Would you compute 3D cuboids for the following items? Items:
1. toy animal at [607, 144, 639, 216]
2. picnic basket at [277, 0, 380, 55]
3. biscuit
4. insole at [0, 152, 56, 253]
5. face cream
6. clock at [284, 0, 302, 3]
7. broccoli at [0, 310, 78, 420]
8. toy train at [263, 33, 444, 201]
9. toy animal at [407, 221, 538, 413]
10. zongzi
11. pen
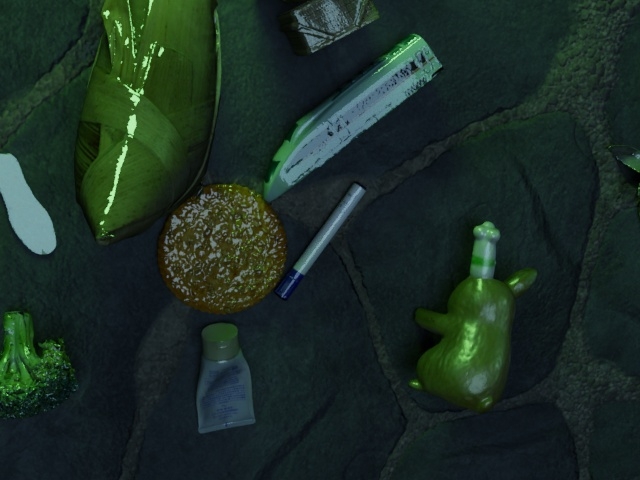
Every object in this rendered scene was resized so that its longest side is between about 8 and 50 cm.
[{"bbox_3d":[0.707,-0.124,1.728,0.155,0.095,0.219,-24,109,-4],"label":"toy animal"},{"bbox_3d":[0.014,-0.396,1.468,0.164,0.115,0.079,-29,106,-7],"label":"picnic basket"},{"bbox_3d":[-0.182,0.020,1.555,0.254,0.035,0.254,-3,104,-14],"label":"biscuit"},{"bbox_3d":[-0.526,-0.063,1.460,0.065,0.004,0.197,-25,108,-8],"label":"insole"},{"bbox_3d":[-0.189,0.272,1.607,0.114,0.070,0.224,-8,117,-13],"label":"face cream"},{"bbox_3d":[-0.040,-0.479,1.388,0.096,0.202,0.143,20,96,-19],"label":"clock"},{"bbox_3d":[-0.524,0.217,1.457,0.220,0.194,0.194,-15,111,29],"label":"broccoli"},{"bbox_3d":[0.036,-0.226,1.529,0.407,0.086,0.088,-39,110,-3],"label":"toy train"},{"bbox_3d":[0.309,0.160,1.662,0.181,0.180,0.363,21,74,-25],"label":"toy animal"},{"bbox_3d":[-0.247,-0.261,1.246,0.218,0.467,0.500,7,100,-11],"label":"zongzi"},{"bbox_3d":[0.000,0.000,1.601,0.033,0.033,0.269,35,92,-19],"label":"pen"}]
